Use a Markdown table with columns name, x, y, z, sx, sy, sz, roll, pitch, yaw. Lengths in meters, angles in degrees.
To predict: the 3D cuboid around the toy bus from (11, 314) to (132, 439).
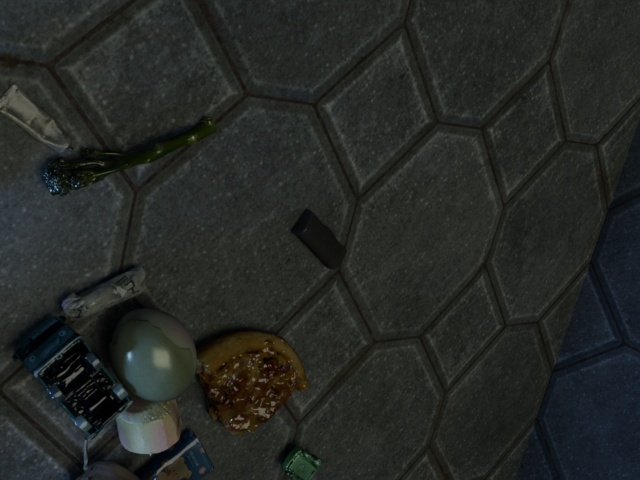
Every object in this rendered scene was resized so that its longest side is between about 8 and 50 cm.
| name | x | y | z | sx | sy | sz | roll | pitch | yaw |
| --- | --- | --- | --- | --- | --- | --- | --- | --- | --- |
| toy bus | -0.512 | 0.279 | 1.761 | 0.128 | 0.147 | 0.256 | -43 | 139 | -20 |

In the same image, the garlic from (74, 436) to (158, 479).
| name | x | y | z | sx | sy | sz | roll | pitch | yaw |
| --- | --- | --- | --- | --- | --- | --- | --- | --- | --- |
| garlic | -0.460 | 0.545 | 1.933 | 0.207 | 0.207 | 0.257 | -8 | 103 | -41 |

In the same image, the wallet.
| name | x | y | z | sx | sy | sz | roll | pitch | yaw |
| --- | --- | --- | --- | --- | --- | --- | --- | --- | --- |
| wallet | -0.371 | 0.581 | 2.117 | 0.202 | 0.059 | 0.141 | -39 | 126 | -25 |

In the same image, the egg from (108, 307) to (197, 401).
| name | x | y | z | sx | sy | sz | roll | pitch | yaw |
| --- | --- | --- | --- | --- | --- | --- | --- | --- | --- |
| egg | -0.365 | 0.240 | 1.850 | 0.183 | 0.183 | 0.217 | -39 | 142 | -23 |

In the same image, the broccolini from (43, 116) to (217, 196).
| name | x | y | z | sx | sy | sz | roll | pitch | yaw |
| --- | --- | --- | --- | --- | --- | --- | --- | --- | --- |
| broccolini | -0.379 | -0.186 | 1.725 | 0.392 | 0.078 | 0.074 | -31 | 119 | -38 |

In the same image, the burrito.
| name | x | y | z | sx | sy | sz | roll | pitch | yaw |
| --- | --- | --- | --- | --- | --- | --- | --- | --- | --- |
| burrito | -0.449 | 0.112 | 1.799 | 0.203 | 0.064 | 0.064 | -23 | 125 | -35 |

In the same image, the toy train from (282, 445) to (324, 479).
| name | x | y | z | sx | sy | sz | roll | pitch | yaw |
| --- | --- | --- | --- | --- | --- | --- | --- | --- | --- |
| toy train | -0.054 | 0.641 | 2.440 | 0.099 | 0.081 | 0.149 | -53 | 131 | -9 |

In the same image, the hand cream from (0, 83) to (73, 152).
| name | x | y | z | sx | sy | sz | roll | pitch | yaw |
| --- | --- | --- | --- | --- | --- | --- | --- | --- | --- |
| hand cream | -0.523 | -0.217 | 1.584 | 0.057 | 0.037 | 0.165 | -53 | 129 | -8 |

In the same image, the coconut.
| name | x | y | z | sx | sy | sz | roll | pitch | yaw |
| --- | --- | --- | --- | --- | --- | --- | --- | --- | --- |
| coconut | -0.394 | 0.413 | 1.951 | 0.147 | 0.147 | 0.153 | -26 | 124 | -32 |

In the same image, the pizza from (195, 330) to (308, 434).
| name | x | y | z | sx | sy | sz | roll | pitch | yaw |
| --- | --- | --- | --- | --- | --- | --- | --- | --- | --- |
| pizza | -0.183 | 0.357 | 2.149 | 0.409 | 0.114 | 0.278 | 32 | 83 | -45 |

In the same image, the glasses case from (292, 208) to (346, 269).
| name | x | y | z | sx | sy | sz | roll | pitch | yaw |
| --- | --- | --- | --- | --- | --- | --- | --- | --- | --- |
| glasses case | 0.001 | 0.000 | 2.184 | 0.072 | 0.042 | 0.190 | -58 | 138 | -15 |
